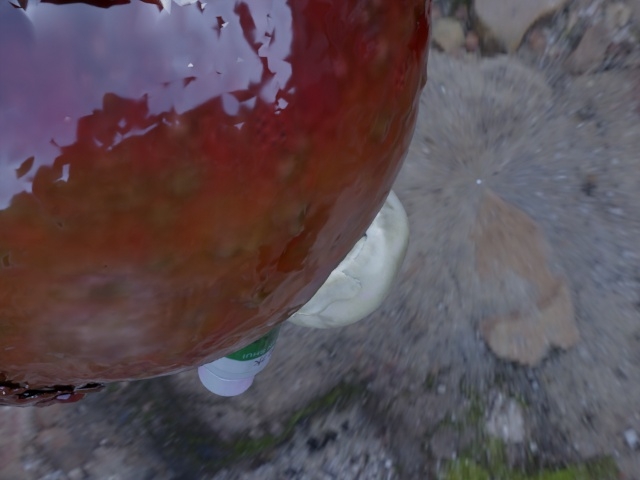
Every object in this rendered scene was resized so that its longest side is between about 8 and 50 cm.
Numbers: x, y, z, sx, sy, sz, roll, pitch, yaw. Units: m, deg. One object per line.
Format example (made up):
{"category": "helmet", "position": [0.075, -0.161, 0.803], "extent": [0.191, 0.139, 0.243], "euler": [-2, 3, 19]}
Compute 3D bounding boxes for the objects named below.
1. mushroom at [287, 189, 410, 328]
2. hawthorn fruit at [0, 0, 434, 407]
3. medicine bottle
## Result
{"category": "mushroom", "position": [0.000, 0.000, 1.486], "extent": [0.154, 0.122, 0.154], "euler": [-13, 60, 23]}
{"category": "hawthorn fruit", "position": [-0.094, -0.091, 0.640], "extent": [0.316, 0.316, 0.316], "euler": [0, 92, 5]}
{"category": "medicine bottle", "position": [-0.087, 0.080, 1.915], "extent": [0.095, 0.260, 0.095], "euler": [7, 55, -10]}
